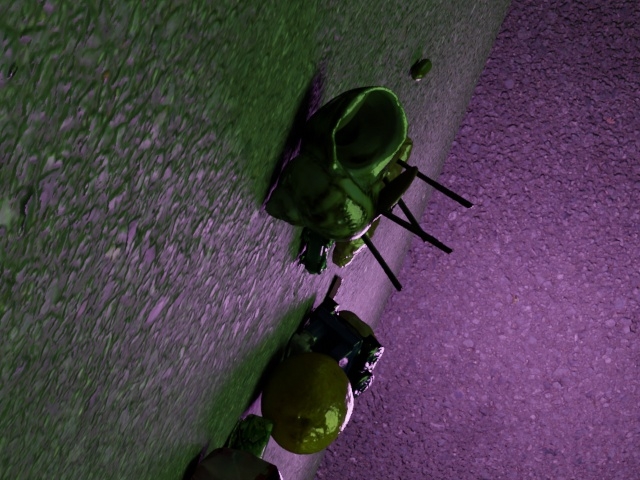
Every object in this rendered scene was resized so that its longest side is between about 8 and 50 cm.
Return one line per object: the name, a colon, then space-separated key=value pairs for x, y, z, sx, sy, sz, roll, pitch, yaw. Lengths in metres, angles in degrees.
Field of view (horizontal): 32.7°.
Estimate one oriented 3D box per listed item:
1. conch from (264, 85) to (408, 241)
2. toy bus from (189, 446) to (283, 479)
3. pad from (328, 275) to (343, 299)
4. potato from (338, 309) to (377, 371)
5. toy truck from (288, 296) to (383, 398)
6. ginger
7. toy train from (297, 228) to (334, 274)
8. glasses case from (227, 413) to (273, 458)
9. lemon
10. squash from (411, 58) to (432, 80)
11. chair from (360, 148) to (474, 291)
conch: x=0.017 y=-0.093 z=1.351 sx=0.181 sy=0.124 sz=0.187 roll=-48 pitch=139 yaw=-37
toy bus: x=-0.159 y=0.464 z=1.648 sx=0.302 sy=0.147 sz=0.127 roll=-67 pitch=172 yaw=18
pad: x=0.002 y=0.161 z=2.300 sx=0.187 sy=0.006 sz=0.113 roll=-65 pitch=173 yaw=-1
potato: x=0.044 y=0.259 z=2.416 sx=0.194 sy=0.157 sz=0.157 roll=-53 pitch=170 yaw=-3
toy truck: x=0.006 y=0.235 z=2.114 sx=0.177 sy=0.161 sz=0.213 roll=-34 pitch=153 yaw=-37
ginger: x=0.101 y=-0.084 z=2.048 sx=0.298 sy=0.065 sz=0.118 roll=-61 pitch=-177 yaw=-25
toy train: x=0.000 y=0.000 z=1.714 sx=0.122 sy=0.050 sz=0.081 roll=103 pitch=9 yaw=-49
glasses case: x=-0.144 y=0.421 z=1.914 sx=0.095 sy=0.062 sz=0.272 roll=-69 pitch=176 yaw=-47
lemon: x=-0.024 y=0.287 z=1.934 sx=0.207 sy=0.170 sz=0.170 roll=-53 pitch=165 yaw=-73
squash: x=0.191 y=-0.324 z=2.079 sx=0.083 sy=0.028 sz=0.027 roll=-49 pitch=161 yaw=-59
chair: x=0.124 y=-0.074 z=1.888 sx=0.172 sy=0.247 sz=0.158 roll=-42 pitch=-171 yaw=41
